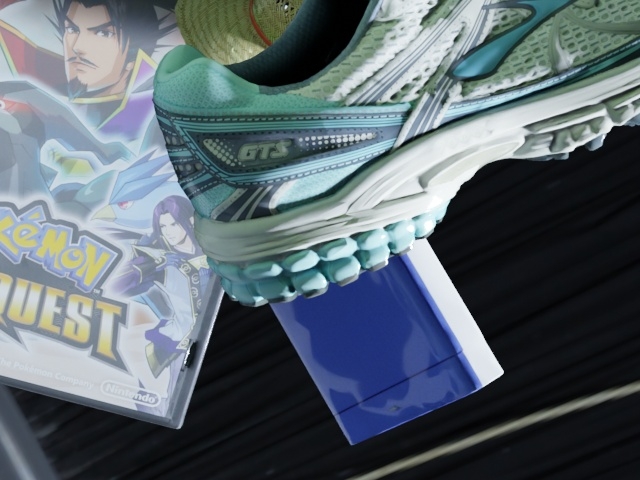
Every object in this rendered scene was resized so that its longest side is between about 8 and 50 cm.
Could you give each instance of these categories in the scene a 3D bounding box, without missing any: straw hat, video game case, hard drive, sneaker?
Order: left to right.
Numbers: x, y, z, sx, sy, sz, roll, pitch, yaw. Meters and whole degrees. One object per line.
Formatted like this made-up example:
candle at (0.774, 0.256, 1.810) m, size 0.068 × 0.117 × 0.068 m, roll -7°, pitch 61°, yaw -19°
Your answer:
video game case at (-0.172, -0.047, 0.650) m, size 0.275 × 0.248 × 0.035 m, roll 18°, pitch -1°, yaw -16°
straw hat at (-0.004, -0.124, 0.622) m, size 0.144 × 0.061 × 0.144 m, roll 23°, pitch 37°, yaw -18°
hard drive at (0.000, 0.000, 0.933) m, size 0.040 × 0.210 × 0.318 m, roll -27°, pitch 83°, yaw -31°
sneaker at (0.060, -0.089, 0.482) m, size 0.122 × 0.283 × 0.110 m, roll 62°, pitch -13°, yaw -22°
